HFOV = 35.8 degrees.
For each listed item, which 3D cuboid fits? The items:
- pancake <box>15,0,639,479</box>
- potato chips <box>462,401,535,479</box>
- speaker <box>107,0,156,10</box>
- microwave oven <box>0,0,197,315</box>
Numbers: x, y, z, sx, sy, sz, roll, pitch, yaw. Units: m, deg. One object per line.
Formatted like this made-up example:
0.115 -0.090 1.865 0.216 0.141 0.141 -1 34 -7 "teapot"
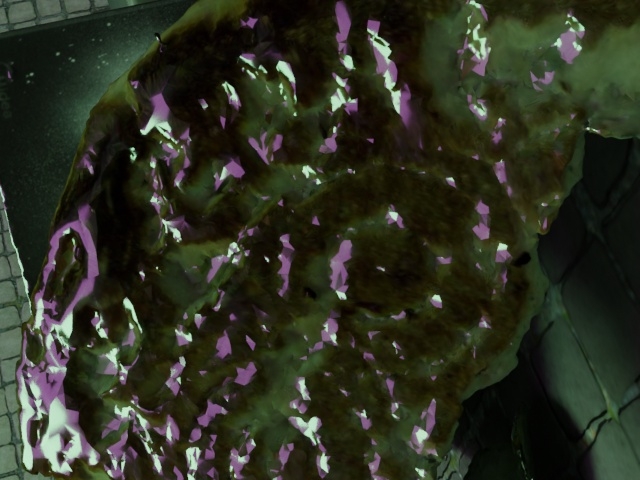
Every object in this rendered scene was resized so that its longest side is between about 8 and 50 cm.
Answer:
-0.005 -0.002 0.540 0.427 0.305 0.067 -63 -18 13 "pancake"
0.150 0.221 0.717 0.167 0.059 0.228 60 155 33 "potato chips"
-0.160 -0.336 1.136 0.183 0.184 0.406 93 159 -50 "speaker"
-0.058 0.027 0.800 0.374 0.236 0.432 -62 -38 -77 "microwave oven"
